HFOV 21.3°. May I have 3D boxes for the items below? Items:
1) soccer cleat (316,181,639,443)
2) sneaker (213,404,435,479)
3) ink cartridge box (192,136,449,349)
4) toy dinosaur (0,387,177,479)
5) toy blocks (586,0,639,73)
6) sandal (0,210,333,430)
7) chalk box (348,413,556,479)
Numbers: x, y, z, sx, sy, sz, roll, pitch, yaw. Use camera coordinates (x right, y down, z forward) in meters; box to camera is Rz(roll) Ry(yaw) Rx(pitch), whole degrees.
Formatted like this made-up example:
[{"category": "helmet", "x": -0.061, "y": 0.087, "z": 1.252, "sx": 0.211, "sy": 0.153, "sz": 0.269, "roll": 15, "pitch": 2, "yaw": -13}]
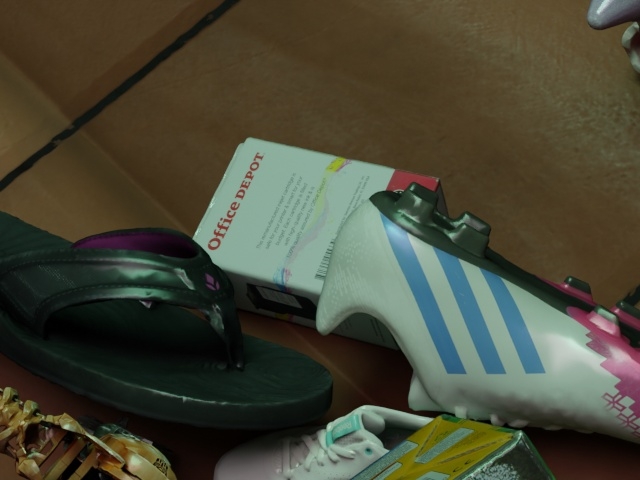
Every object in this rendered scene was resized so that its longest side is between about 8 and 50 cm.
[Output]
[{"category": "soccer cleat", "x": 0.149, "y": 0.089, "z": 1.249, "sx": 0.331, "sy": 0.116, "sz": 0.143, "roll": 32, "pitch": 103, "yaw": 6}, {"category": "sneaker", "x": 0.018, "y": 0.155, "z": 1.257, "sx": 0.212, "sy": 0.094, "sz": 0.080, "roll": -7, "pitch": 57, "yaw": 10}, {"category": "ink cartridge box", "x": 0.000, "y": 0.000, "z": 1.378, "sx": 0.175, "sy": 0.072, "sz": 0.127, "roll": 14, "pitch": 62, "yaw": 22}, {"category": "toy dinosaur", "x": -0.140, "y": 0.187, "z": 1.192, "sx": 0.164, "sy": 0.218, "sz": 0.322, "roll": -28, "pitch": 95, "yaw": -23}, {"category": "toy blocks", "x": 0.271, "y": -0.238, "z": 1.337, "sx": 0.309, "sy": 0.288, "sz": 0.260, "roll": 32, "pitch": 64, "yaw": 26}, {"category": "sandal", "x": -0.185, "y": 0.033, "z": 1.327, "sx": 0.446, "sy": 0.107, "sz": 0.168, "roll": 22, "pitch": 23, "yaw": 31}, {"category": "chalk box", "x": 0.107, "y": 0.279, "z": 1.068, "sx": 0.180, "sy": 0.179, "sz": 0.289, "roll": -32, "pitch": 94, "yaw": -11}]
